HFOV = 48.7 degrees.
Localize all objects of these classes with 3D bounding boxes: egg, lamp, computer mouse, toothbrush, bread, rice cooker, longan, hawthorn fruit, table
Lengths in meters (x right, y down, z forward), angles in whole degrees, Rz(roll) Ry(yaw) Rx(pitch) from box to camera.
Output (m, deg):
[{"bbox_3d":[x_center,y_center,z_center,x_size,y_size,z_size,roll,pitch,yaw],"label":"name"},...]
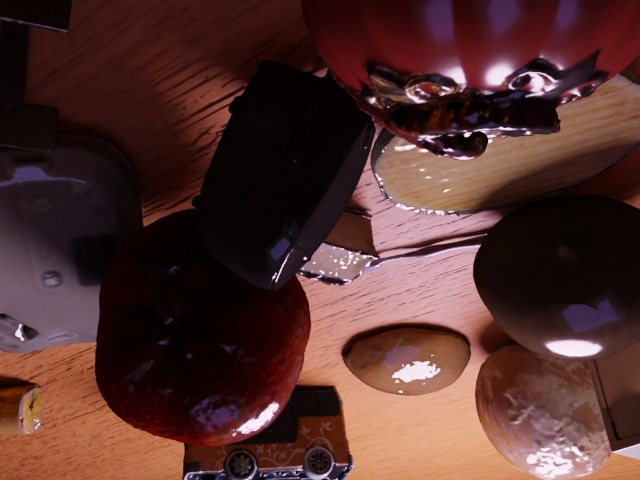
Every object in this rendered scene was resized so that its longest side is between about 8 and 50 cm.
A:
[{"bbox_3d":[0.344,0.261,1.089,0.245,0.203,0.203,38,132,-17],"label":"egg"},{"bbox_3d":[0.099,-0.155,0.439,0.226,0.227,0.227,-2,146,-2],"label":"lamp"},{"bbox_3d":[-0.289,0.013,0.762,0.197,0.095,0.331,-8,140,-22],"label":"computer mouse"},{"bbox_3d":[0.139,0.013,0.870,0.193,0.013,0.019,-14,151,15],"label":"toothbrush"},{"bbox_3d":[0.172,-0.091,0.653,0.266,0.041,0.267,-7,159,-3],"label":"bread"},{"bbox_3d":[-0.028,-0.061,0.600,0.118,0.203,0.142,24,174,6],"label":"rice cooker"},{"bbox_3d":[0.277,0.042,0.775,0.212,0.198,0.198,-7,146,2],"label":"longan"},{"bbox_3d":[-0.125,0.090,0.738,0.210,0.230,0.266,-9,173,-11],"label":"hawthorn fruit"},{"bbox_3d":[-0.293,-0.149,0.553,0.175,0.063,0.146,8,145,-21],"label":"table"}]

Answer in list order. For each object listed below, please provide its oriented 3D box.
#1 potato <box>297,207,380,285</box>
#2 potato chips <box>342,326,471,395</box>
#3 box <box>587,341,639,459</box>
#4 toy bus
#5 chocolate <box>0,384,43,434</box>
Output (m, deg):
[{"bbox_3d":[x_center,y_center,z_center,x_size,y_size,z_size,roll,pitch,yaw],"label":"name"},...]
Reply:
[{"bbox_3d":[-0.002,0.000,0.797,0.122,0.061,0.086,15,142,-22],"label":"potato"},{"bbox_3d":[0.141,0.203,1.111,0.195,0.062,0.208,-21,140,21],"label":"potato chips"},{"bbox_3d":[0.468,0.135,0.890,0.117,0.225,0.225,22,139,-32],"label":"box"},{"bbox_3d":[-0.098,0.343,1.203,0.275,0.167,0.139,0,146,-14],"label":"toy bus"},{"bbox_3d":[-0.568,0.275,1.144,0.219,0.086,0.086,-1,146,3],"label":"chocolate"}]
